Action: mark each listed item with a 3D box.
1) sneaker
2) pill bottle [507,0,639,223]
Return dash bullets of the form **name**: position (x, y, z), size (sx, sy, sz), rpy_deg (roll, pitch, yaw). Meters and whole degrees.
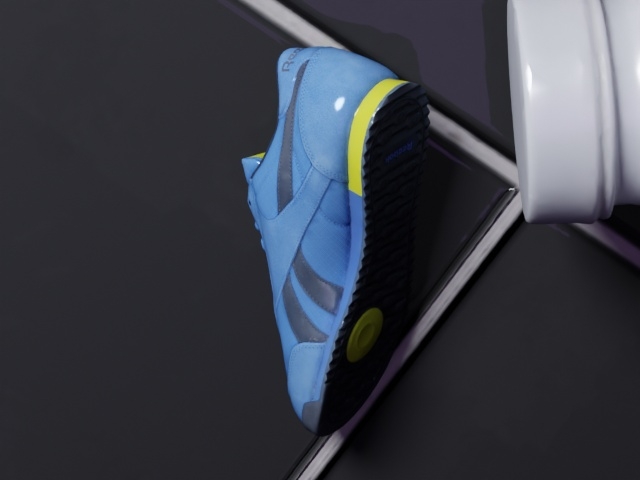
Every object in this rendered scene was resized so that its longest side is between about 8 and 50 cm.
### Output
- **sneaker**: position (0.000, 0.000, 0.871), size (0.082, 0.069, 0.209), rpy_deg (23, 122, 29)
- **pill bottle**: position (0.226, -0.072, 0.784), size (0.272, 0.152, 0.152), rpy_deg (-5, 109, 4)
